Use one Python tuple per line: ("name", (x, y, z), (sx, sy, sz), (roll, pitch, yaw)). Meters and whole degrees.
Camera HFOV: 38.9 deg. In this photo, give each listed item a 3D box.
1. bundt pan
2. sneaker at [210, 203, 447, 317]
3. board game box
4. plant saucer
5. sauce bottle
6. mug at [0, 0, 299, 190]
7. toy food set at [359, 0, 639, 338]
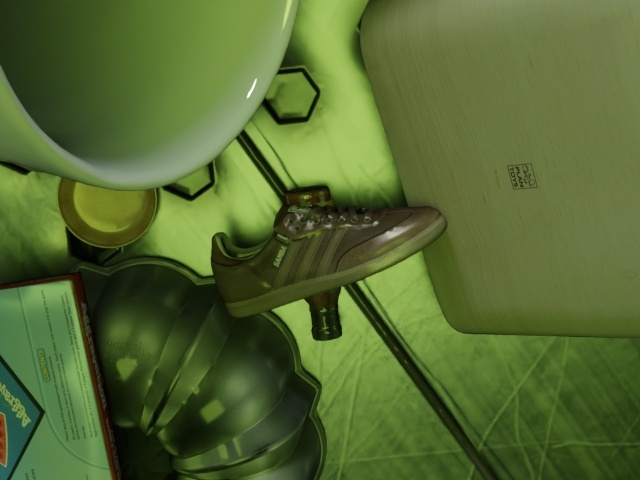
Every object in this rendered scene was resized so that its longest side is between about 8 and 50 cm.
("bundt pan", (-0.158, 0.185, 0.745), (0.331, 0.124, 0.330), (0, 101, 1))
("sneaker", (0.000, 0.000, 0.692), (0.188, 0.066, 0.071), (-21, 96, 14))
("board game box", (-0.221, 0.171, 0.666), (0.145, 0.027, 0.281), (-9, 100, 0))
("plant saucer", (-0.177, -0.036, 0.757), (0.083, 0.015, 0.083), (0, 101, 0))
("sauce bottle", (-0.003, 0.019, 0.754), (0.042, 0.042, 0.128), (-6, 102, 1))
("mug", (-0.227, -0.234, 0.545), (0.328, 0.276, 0.374), (17, 141, 29))
("toy food set", (0.170, -0.064, 0.661), (0.220, 0.092, 0.306), (-3, 114, 44))
